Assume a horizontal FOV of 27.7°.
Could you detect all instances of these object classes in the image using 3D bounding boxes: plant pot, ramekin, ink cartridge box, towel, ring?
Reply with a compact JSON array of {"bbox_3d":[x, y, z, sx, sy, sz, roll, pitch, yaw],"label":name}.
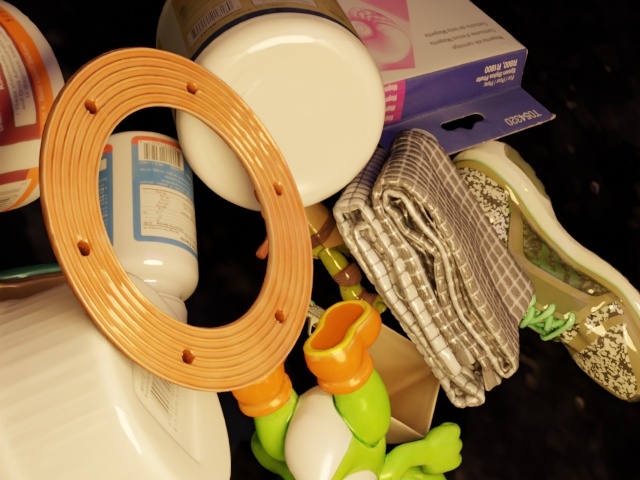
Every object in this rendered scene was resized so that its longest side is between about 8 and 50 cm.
[{"bbox_3d":[0.065,0.176,1.509,0.109,0.096,0.109,31,50,-15],"label":"plant pot"},{"bbox_3d":[-0.197,0.161,1.217,0.277,0.135,0.277,60,13,-24],"label":"ramekin"},{"bbox_3d":[0.121,-0.255,1.751,0.324,0.071,0.330,-21,54,-42],"label":"ink cartridge box"},{"bbox_3d":[0.139,0.023,1.491,0.284,0.121,0.235,57,16,-12],"label":"towel"},{"bbox_3d":[-0.130,-0.020,1.219,0.336,0.032,0.337,24,56,-42],"label":"ring"}]

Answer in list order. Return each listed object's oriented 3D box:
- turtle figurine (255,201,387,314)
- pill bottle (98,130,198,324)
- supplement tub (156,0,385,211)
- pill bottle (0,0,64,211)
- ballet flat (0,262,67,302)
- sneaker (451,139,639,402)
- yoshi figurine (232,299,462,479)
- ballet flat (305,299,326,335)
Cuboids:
[{"bbox_3d":[0.000,0.000,1.572,0.217,0.087,0.269,45,31,-17],"label":"turtle figurine"},{"bbox_3d":[-0.196,0.003,1.410,0.124,0.124,0.221,12,58,-29],"label":"pill bottle"},{"bbox_3d":[-0.068,-0.200,1.485,0.228,0.228,0.316,21,24,-24],"label":"supplement tub"},{"bbox_3d":[-0.447,-0.103,1.191,0.392,0.224,0.224,-18,75,-51],"label":"pill bottle"},{"bbox_3d":[-0.351,0.065,1.314,0.232,0.080,0.073,-4,95,-34],"label":"ballet flat"},{"bbox_3d":[0.266,0.067,1.704,0.182,0.158,0.410,-34,79,-32],"label":"sneaker"},{"bbox_3d":[0.043,0.229,1.392,0.203,0.203,0.362,-33,116,-21],"label":"yoshi figurine"},{"bbox_3d":[-0.013,0.091,1.546,0.114,0.041,0.041,33,50,-14],"label":"ballet flat"}]
